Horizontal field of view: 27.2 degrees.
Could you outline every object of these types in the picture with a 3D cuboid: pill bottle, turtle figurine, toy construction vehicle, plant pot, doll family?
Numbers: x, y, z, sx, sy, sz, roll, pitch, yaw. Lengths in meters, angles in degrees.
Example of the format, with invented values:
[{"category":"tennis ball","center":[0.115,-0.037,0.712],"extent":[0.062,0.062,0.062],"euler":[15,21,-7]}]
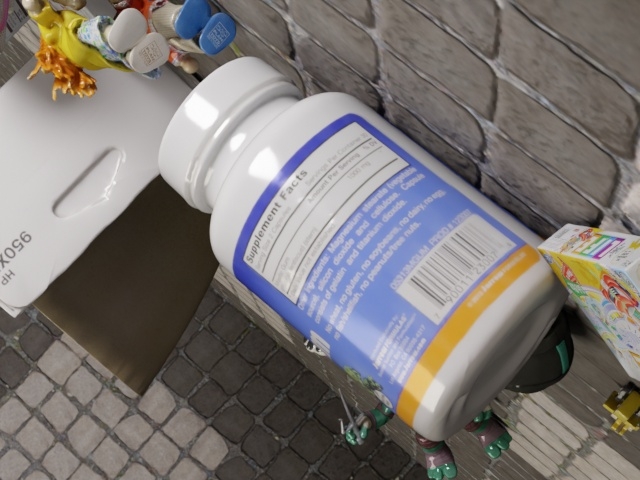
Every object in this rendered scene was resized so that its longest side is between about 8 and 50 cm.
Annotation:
[{"category":"pill bottle","center":[0.022,-0.004,0.899],"extent":[0.272,0.152,0.152],"euler":[39,171,20]},{"category":"turtle figurine","center":[0.128,0.199,1.589],"extent":[0.175,0.118,0.234],"euler":[-15,139,28]},{"category":"toy construction vehicle","center":[0.259,0.158,1.058],"extent":[0.086,0.035,0.098],"euler":[40,171,9]},{"category":"plant pot","center":[-0.239,0.017,1.726],"extent":[0.256,0.274,0.256],"euler":[40,170,8]},{"category":"doll family","center":[-0.201,-0.193,0.990],"extent":[0.163,0.118,0.263],"euler":[12,149,54]}]

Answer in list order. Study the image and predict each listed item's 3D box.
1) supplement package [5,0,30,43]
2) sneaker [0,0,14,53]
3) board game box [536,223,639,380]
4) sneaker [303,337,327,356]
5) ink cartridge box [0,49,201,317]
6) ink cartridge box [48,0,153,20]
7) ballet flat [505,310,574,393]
[{"category":"supplement package","center":[-0.466,-0.258,1.395],"extent":[0.199,0.262,0.198],"euler":[40,172,11]},{"category":"sneaker","center":[-0.326,-0.239,1.155],"extent":[0.252,0.103,0.111],"euler":[-107,3,-47]},{"category":"board game box","center":[0.182,0.042,0.741],"extent":[0.103,0.026,0.154],"euler":[53,177,-7]},{"category":"sneaker","center":[0.043,0.116,1.423],"extent":[0.071,0.068,0.170],"euler":[40,173,-34]},{"category":"ink cartridge box","center":[-0.285,-0.082,1.408],"extent":[0.166,0.285,0.395],"euler":[44,170,-10]},{"category":"ink cartridge box","center":[-0.205,-0.222,1.144],"extent":[0.122,0.052,0.088],"euler":[34,169,47]},{"category":"ballet flat","center":[0.074,0.015,1.020],"extent":[0.280,0.095,0.096],"euler":[29,158,14]}]
